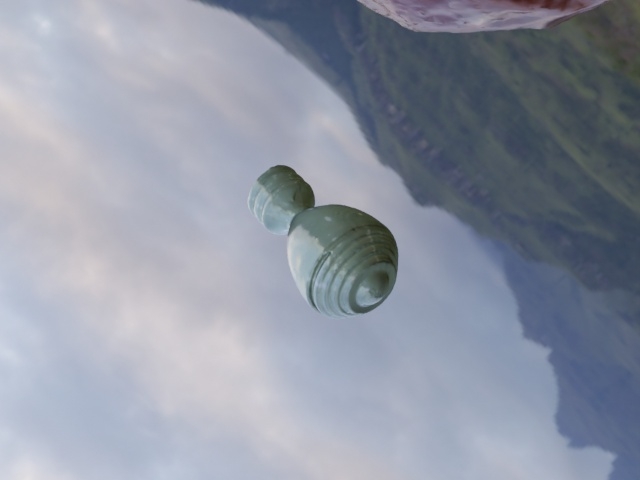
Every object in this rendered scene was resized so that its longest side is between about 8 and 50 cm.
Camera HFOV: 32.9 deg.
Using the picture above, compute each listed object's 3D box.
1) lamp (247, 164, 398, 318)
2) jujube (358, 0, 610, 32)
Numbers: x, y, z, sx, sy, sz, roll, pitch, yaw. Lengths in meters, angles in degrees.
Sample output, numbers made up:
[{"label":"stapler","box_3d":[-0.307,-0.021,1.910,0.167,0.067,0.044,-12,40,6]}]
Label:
[{"label":"lamp","box_3d":[0.000,0.000,1.058,0.106,0.106,0.193,24,-166,-47]},{"label":"jujube","box_3d":[0.083,-0.175,0.303,0.174,0.250,0.174,36,-153,-22]}]
